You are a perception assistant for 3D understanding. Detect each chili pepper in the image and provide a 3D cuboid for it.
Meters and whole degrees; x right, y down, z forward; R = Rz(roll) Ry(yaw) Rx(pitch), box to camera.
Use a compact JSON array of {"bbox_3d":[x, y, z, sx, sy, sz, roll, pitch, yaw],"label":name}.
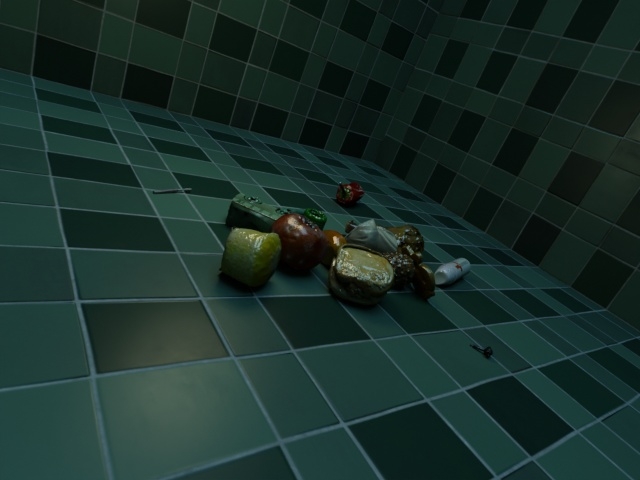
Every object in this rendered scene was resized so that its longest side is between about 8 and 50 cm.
[{"bbox_3d":[0.162,-0.282,2.605,0.135,0.131,0.338,52,22,5],"label":"chili pepper"}]

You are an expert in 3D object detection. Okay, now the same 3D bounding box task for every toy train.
[{"bbox_3d":[-0.235,-0.082,1.746,0.326,0.129,0.159,24,25,4],"label":"toy train"}]

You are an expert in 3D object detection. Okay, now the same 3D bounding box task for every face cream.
[{"bbox_3d":[0.659,0.156,2.108,0.102,0.102,0.345,34,22,27],"label":"face cream"}]

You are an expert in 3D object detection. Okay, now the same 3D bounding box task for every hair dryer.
[{"bbox_3d":[0.604,0.403,1.580,0.083,0.031,0.079,22,9,20],"label":"hair dryer"}]

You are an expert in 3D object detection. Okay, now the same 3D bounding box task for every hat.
[{"bbox_3d":[0.214,0.038,1.887,0.226,0.219,0.164,43,40,4],"label":"hat"}]

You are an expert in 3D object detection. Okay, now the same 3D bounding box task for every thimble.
[{"bbox_3d":[-0.032,-0.097,2.030,0.118,0.090,0.130,23,21,3],"label":"thimble"}]

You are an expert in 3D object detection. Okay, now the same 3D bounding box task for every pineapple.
[{"bbox_3d":[0.235,0.106,1.780,0.309,0.141,0.170,9,25,-13],"label":"pineapple"}]

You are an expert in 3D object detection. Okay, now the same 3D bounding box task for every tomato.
[{"bbox_3d":[-0.086,0.014,1.587,0.232,0.189,0.232,36,16,-12],"label":"tomato"}]

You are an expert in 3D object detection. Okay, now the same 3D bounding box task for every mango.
[{"bbox_3d":[0.037,0.026,1.750,0.102,0.141,0.217,-4,13,-33],"label":"mango"}]

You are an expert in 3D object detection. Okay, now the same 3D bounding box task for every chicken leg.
[{"bbox_3d":[0.314,0.005,2.070,0.409,0.182,0.295,20,37,4],"label":"chicken leg"}]

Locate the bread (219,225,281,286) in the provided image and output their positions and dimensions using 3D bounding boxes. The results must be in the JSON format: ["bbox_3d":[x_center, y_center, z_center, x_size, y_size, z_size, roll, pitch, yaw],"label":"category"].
[{"bbox_3d":[-0.223,0.053,1.373,0.170,0.197,0.197,19,21,9],"label":"bread"}]

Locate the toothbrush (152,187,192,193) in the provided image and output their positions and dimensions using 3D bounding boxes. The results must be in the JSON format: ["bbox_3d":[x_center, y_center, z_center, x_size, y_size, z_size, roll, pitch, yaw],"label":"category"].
[{"bbox_3d":[-0.632,-0.213,1.805,0.014,0.017,0.194,34,24,24],"label":"toothbrush"}]

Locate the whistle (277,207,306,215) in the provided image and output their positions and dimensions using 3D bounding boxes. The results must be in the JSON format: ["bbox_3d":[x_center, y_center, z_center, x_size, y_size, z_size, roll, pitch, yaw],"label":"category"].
[{"bbox_3d":[-0.142,-0.141,2.098,0.039,0.039,0.186,38,25,33],"label":"whistle"}]

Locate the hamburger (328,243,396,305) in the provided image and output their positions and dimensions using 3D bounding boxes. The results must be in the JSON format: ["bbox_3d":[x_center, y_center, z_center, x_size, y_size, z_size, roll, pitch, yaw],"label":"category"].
[{"bbox_3d":[0.157,0.125,1.584,0.286,0.146,0.243,-14,55,-36],"label":"hamburger"}]

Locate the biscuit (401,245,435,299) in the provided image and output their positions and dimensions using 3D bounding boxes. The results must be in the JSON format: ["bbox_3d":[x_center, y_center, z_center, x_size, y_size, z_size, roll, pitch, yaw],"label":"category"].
[{"bbox_3d":[0.421,0.138,1.823,0.035,0.184,0.249,-15,48,-23],"label":"biscuit"}]
